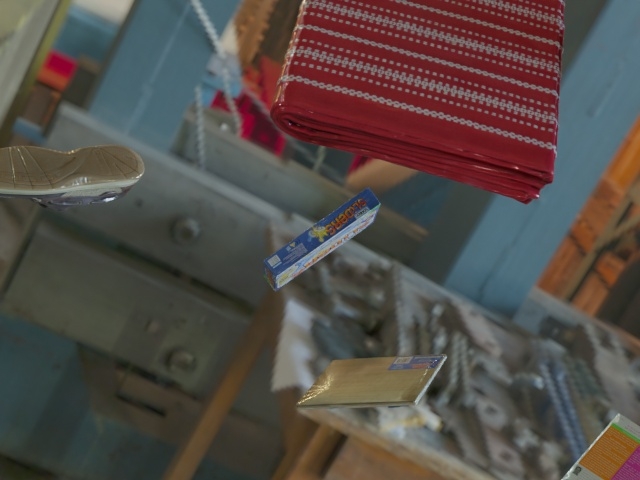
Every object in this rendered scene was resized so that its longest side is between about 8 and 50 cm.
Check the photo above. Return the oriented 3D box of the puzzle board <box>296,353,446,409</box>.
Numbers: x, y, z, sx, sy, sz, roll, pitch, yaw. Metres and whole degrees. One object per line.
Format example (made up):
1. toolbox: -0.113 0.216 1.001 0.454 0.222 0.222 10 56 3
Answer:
1. puzzle board: 0.052 0.141 1.325 0.128 0.011 0.096 -5 20 27

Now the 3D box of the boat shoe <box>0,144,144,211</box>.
1. boat shoe: -0.424 -0.092 2.155 0.285 0.092 0.103 -8 51 -31

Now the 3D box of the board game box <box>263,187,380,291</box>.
1. board game box: 0.000 0.000 2.128 0.035 0.201 0.136 54 -8 8

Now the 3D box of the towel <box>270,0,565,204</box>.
1. towel: 0.080 -0.147 0.988 0.198 0.031 0.275 15 45 -1

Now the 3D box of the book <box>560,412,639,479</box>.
1. book: 0.414 0.323 1.885 0.096 0.144 0.035 31 -25 38
